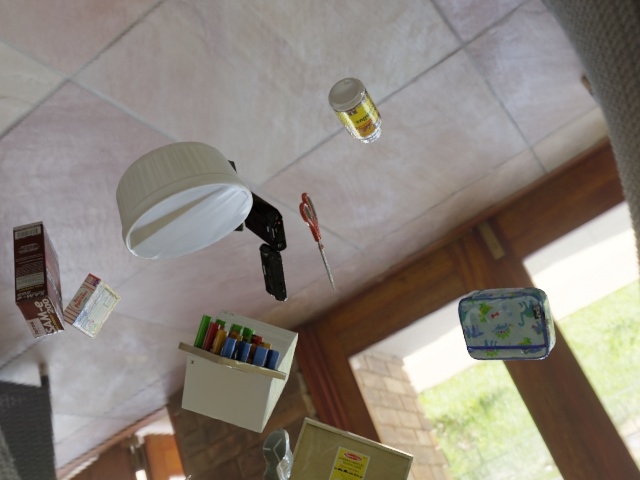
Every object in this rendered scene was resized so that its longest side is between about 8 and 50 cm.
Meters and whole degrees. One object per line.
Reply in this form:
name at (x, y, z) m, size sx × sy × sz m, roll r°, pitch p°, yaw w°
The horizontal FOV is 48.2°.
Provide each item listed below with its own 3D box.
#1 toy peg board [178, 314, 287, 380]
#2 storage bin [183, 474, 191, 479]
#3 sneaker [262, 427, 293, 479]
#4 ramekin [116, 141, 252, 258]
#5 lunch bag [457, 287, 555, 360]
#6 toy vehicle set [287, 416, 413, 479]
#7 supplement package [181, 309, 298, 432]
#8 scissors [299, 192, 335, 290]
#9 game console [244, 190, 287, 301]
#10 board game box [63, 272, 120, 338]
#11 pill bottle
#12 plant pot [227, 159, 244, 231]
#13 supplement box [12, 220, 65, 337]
toy peg board at (-0.163, 0.205, 1.398) m, size 0.161 × 0.079 × 0.160 m, roll 22°, pitch 169°, yaw -38°
storage bin at (-0.250, 0.595, 1.242) m, size 0.260 × 0.262 × 0.123 m, roll -32°, pitch 170°, yaw -40°
sneaker at (-0.084, 0.442, 1.466) m, size 0.061 × 0.053 × 0.152 m, roll -32°, pitch 135°, yaw -54°
ramekin at (-0.282, -0.085, 1.438) m, size 0.272 × 0.127 × 0.273 m, roll -23°, pitch 159°, yaw -9°
lunch bag at (0.456, 0.208, 1.753) m, size 0.218 × 0.176 × 0.090 m, roll -5°, pitch -170°, yaw 33°
toy vehicle set at (0.063, 0.531, 1.643) m, size 0.266 × 0.166 × 0.035 m, roll 18°, pitch 172°, yaw 6°
supplement package at (-0.180, 0.289, 1.613) m, size 0.194 × 0.203 × 0.149 m, roll 16°, pitch 117°, yaw 8°
scissors at (0.000, 0.000, 2.132) m, size 0.021 × 0.109 × 0.297 m, roll -18°, pitch 109°, yaw 16°
game console at (-0.169, 0.030, 2.303) m, size 0.043 × 0.213 × 0.362 m, roll -22°, pitch 124°, yaw -26°
board game box at (-0.653, 0.191, 2.046) m, size 0.147 × 0.045 × 0.193 m, roll -60°, pitch 169°, yaw -17°
pill bottle at (0.114, -0.392, 2.194) m, size 0.117 × 0.117 × 0.215 m, roll -28°, pitch 145°, yaw 10°
plant pot at (-0.294, -0.116, 1.706) m, size 0.187 × 0.167 × 0.188 m, roll 5°, pitch -176°, yaw -31°
supplement box at (-0.641, 0.086, 1.628) m, size 0.073 × 0.239 × 0.130 m, roll -14°, pitch 139°, yaw -10°
